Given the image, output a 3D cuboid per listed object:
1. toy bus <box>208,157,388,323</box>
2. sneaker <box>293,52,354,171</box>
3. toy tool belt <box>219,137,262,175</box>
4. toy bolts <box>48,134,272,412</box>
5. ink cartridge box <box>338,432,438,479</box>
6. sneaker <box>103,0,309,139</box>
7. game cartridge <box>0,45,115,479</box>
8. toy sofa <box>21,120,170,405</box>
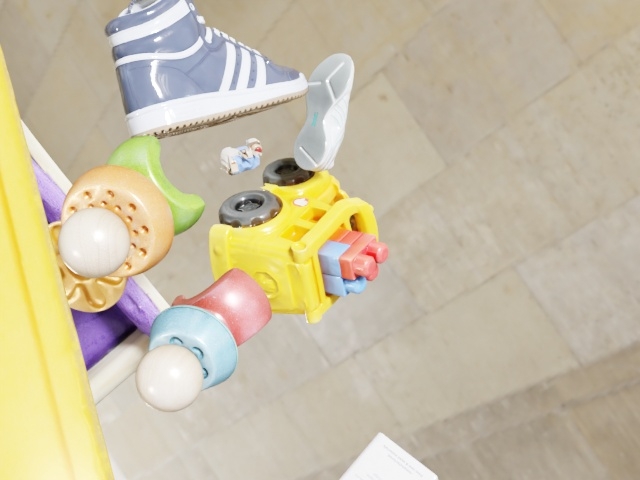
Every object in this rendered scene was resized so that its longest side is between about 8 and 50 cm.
[{"bbox_3d":[0.000,0.000,1.369,0.212,0.149,0.220,8,36,31],"label":"toy bus"},{"bbox_3d":[0.008,-0.157,1.358,0.061,0.054,0.152,17,-90,-66],"label":"sneaker"},{"bbox_3d":[-0.125,-0.136,1.843,0.083,0.051,0.052,-24,-52,-28],"label":"toy tool belt"},{"bbox_3d":[-0.179,0.058,1.000,0.218,0.228,0.158,-33,12,30],"label":"toy bolts"},{"bbox_3d":[0.046,0.384,1.386,0.237,0.100,0.172,-47,-27,-15],"label":"ink cartridge box"},{"bbox_3d":[-0.123,-0.207,1.219,0.099,0.153,0.282,-16,4,37],"label":"sneaker"},{"bbox_3d":[-0.125,0.097,0.455,0.053,0.285,0.323,-12,-19,-22],"label":"game cartridge"},{"bbox_3d":[-0.310,0.010,1.153,0.150,0.362,0.177,-40,26,-12],"label":"toy sofa"}]
